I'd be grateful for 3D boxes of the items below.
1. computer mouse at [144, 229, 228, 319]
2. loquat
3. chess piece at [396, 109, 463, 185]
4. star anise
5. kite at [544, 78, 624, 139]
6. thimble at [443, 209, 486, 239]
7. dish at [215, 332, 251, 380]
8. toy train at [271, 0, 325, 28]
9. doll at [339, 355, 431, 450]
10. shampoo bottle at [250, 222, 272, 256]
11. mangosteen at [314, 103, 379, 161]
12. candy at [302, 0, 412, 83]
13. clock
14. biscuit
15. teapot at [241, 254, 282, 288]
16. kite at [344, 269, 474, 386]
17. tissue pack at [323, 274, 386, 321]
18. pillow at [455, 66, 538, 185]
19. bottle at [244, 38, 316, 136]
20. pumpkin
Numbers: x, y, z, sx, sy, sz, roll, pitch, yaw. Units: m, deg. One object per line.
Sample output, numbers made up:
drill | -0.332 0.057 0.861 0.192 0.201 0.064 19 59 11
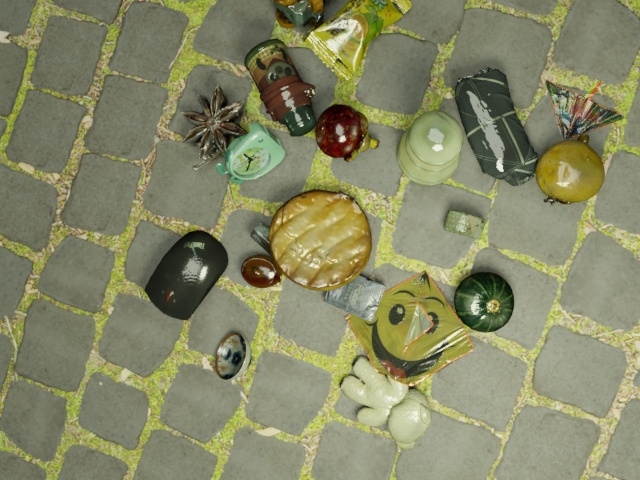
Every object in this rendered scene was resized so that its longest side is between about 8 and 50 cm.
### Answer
computer mouse | -0.399 0.102 1.708 0.170 0.100 0.269 35 96 8
loquat | 0.662 -0.188 1.523 0.172 0.149 0.205 20 85 6
chess piece | 0.287 -0.243 1.484 0.182 0.330 0.183 0 91 7
star anise | -0.314 -0.326 1.694 0.230 0.081 0.263 17 96 10
kite | 0.708 -0.366 1.580 0.241 0.014 0.183 33 95 8
thimble | 0.400 -0.044 1.595 0.109 0.084 0.062 15 93 10
dish | -0.239 0.351 1.707 0.141 0.078 0.141 -22 55 36
toy train | -0.101 -0.775 1.618 0.231 0.163 0.369 -43 85 -2
doll | 0.193 0.445 1.634 0.278 0.149 0.175 36 129 23
shampoo bottle | -0.111 0.032 1.685 0.207 0.057 0.063 41 67 4
mangosteen | 0.072 -0.307 1.616 0.181 0.156 0.146 -11 69 -31
candy | 0.103 -0.612 1.607 0.187 0.081 0.297 41 95 -21
clock | -0.207 -0.241 1.652 0.188 0.148 0.060 -36 56 10
biscuit | 0.000 0.000 1.627 0.296 0.102 0.297 0 73 0
teapot | -0.172 0.093 1.684 0.129 0.078 0.098 15 94 7
kite | 0.249 0.236 1.617 0.377 0.013 0.328 14 77 25
tissue pack | 0.099 0.152 1.651 0.156 0.051 0.113 22 91 16
pillow | 0.482 -0.305 1.574 0.161 0.092 0.335 -22 89 4
bottle | -0.096 -0.426 1.632 0.156 0.143 0.271 -32 84 33
pumpkin | 0.447 0.167 1.573 0.167 0.125 0.167 -2 106 -6
